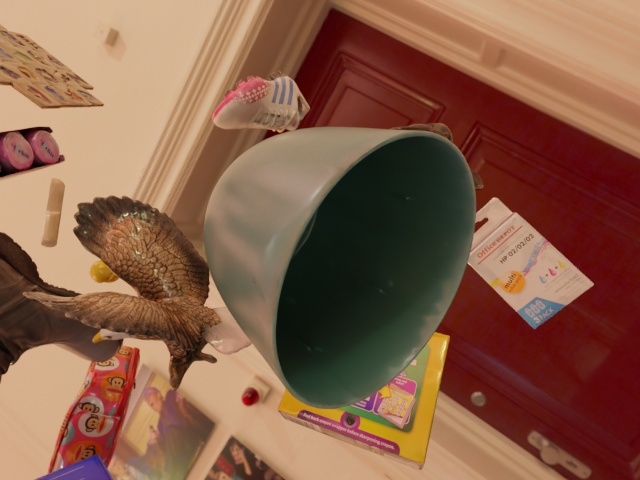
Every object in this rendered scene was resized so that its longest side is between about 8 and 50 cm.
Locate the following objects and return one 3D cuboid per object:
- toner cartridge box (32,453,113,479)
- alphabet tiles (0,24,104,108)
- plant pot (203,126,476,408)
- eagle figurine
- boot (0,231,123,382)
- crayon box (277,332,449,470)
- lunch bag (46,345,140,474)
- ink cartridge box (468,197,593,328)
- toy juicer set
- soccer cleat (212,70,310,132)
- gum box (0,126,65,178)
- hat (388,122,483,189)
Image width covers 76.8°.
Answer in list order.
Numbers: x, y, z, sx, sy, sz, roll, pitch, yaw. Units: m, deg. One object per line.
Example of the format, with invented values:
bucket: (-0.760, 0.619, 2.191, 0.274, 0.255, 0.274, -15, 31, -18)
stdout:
toner cartridge box: (-0.502, 0.491, 0.633, 0.347, 0.165, 0.075, 1, -64, -53)
alphabet tiles: (-0.584, -0.347, 0.756, 0.011, 0.285, 0.342, -48, 15, 13)
plant pot: (0.000, 0.000, 0.485, 0.293, 0.235, 0.293, -20, -57, -34)
eagle figurine: (-0.264, 0.099, 0.629, 0.225, 0.226, 0.298, -42, -43, -30)
boot: (-0.469, 0.162, 0.625, 0.118, 0.223, 0.338, -26, -51, 11)
crayon box: (0.119, 0.357, 1.049, 0.106, 0.362, 0.313, 77, -149, -52)
lunch bag: (-0.525, 0.394, 0.945, 0.293, 0.120, 0.258, -66, 24, 6)
ink cartridge box: (0.299, 0.029, 0.622, 0.104, 0.181, 0.061, -47, -13, 19)
toy juicer set: (-0.514, 0.009, 0.954, 0.089, 0.329, 0.209, -46, 27, 40)
soccer cleat: (-0.123, -0.318, 0.977, 0.116, 0.143, 0.331, -36, 10, 37)
gum box: (-0.478, -0.116, 0.583, 0.188, 0.107, 0.062, -86, -19, -70)
hat: (0.252, -0.222, 0.994, 0.331, 0.331, 0.134, -38, -40, -55)
